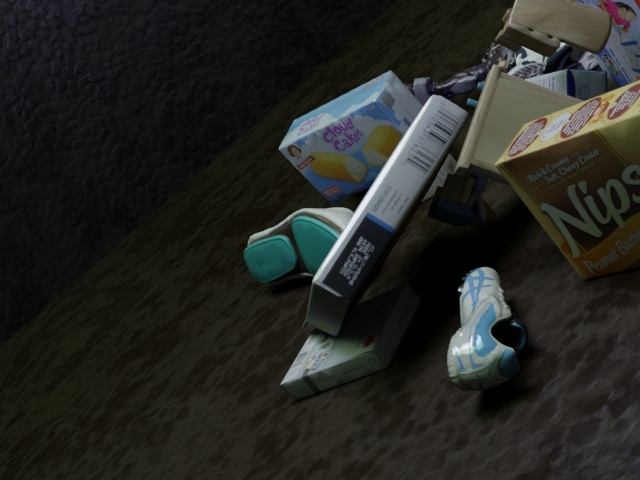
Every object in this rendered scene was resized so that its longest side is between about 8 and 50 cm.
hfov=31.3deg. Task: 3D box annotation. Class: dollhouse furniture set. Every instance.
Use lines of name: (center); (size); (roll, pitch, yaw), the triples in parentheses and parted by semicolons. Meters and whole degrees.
dollhouse furniture set: (0.293, -0.147, 1.539); (0.303, 0.198, 0.286); (105, -175, -83)

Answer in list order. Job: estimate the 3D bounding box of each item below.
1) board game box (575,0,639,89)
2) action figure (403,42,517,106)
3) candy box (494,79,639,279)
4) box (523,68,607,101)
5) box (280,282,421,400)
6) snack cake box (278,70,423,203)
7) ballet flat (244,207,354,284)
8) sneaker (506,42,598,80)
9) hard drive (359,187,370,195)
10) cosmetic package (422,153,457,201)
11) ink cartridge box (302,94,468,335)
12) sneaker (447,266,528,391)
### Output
board game box: (0.422, -0.292, 1.428); (0.086, 0.308, 0.302); (-40, 16, -7)
action figure: (0.289, -0.305, 2.162); (0.285, 0.099, 0.185); (-18, 17, 21)
candy box: (0.359, -0.074, 1.207); (0.316, 0.183, 0.087); (-18, 27, 54)
box: (0.336, -0.169, 1.611); (0.072, 0.126, 0.137); (-1, 0, -24)
box: (0.043, 0.144, 1.615); (0.186, 0.038, 0.145); (-28, 21, 41)
snack cake box: (0.069, -0.180, 2.041); (0.264, 0.152, 0.089); (-22, 32, 46)
ballet flat: (0.000, 0.000, 1.975); (0.139, 0.139, 0.400); (-47, 16, -24)
sneaker: (0.354, -0.277, 1.937); (0.235, 0.094, 0.153); (-43, 15, -10)
hard drive: (0.115, -0.158, 2.231); (0.172, 0.054, 0.254); (-42, 17, -5)
cosmetic package: (0.179, -0.100, 1.952); (0.115, 0.041, 0.060); (-30, 19, 32)
ink cartridge box: (0.082, -0.017, 1.588); (0.304, 0.072, 0.307); (-58, -7, -15)
sneaker: (0.199, 0.100, 1.323); (0.086, 0.085, 0.237); (-7, 23, 15)
